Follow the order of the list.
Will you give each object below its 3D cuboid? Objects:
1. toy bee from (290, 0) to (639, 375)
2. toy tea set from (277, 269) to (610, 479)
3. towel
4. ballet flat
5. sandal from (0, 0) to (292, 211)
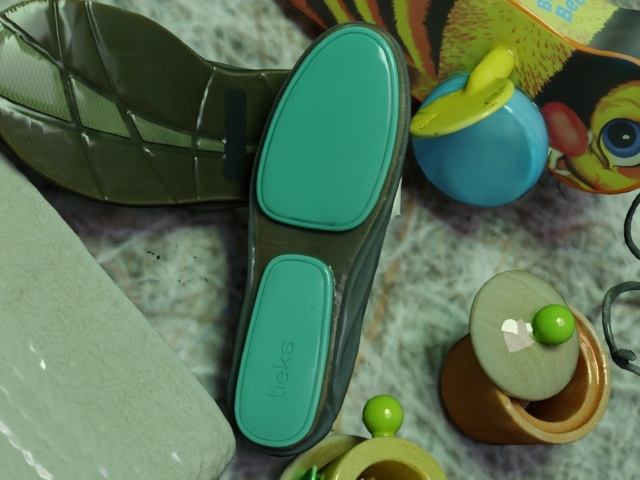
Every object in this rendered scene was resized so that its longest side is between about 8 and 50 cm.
[{"bbox_3d":[0.131,-0.089,0.785,0.298,0.162,0.195,30,46,-19],"label":"toy bee"},{"bbox_3d":[0.086,0.174,0.698,0.200,0.124,0.336,3,73,-30],"label":"toy tea set"},{"bbox_3d":[-0.177,0.040,0.638,0.282,0.049,0.187,51,47,-5],"label":"towel"},{"bbox_3d":[0.000,0.000,0.726,0.074,0.074,0.203,12,91,-23],"label":"ballet flat"},{"bbox_3d":[-0.070,-0.058,0.740,0.219,0.060,0.090,3,88,-41],"label":"sandal"}]
